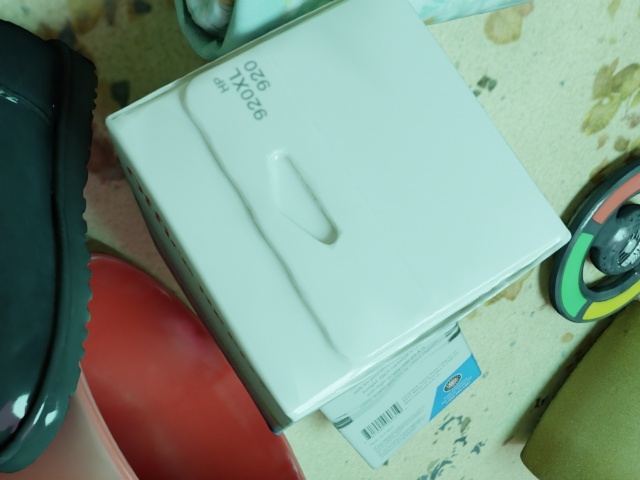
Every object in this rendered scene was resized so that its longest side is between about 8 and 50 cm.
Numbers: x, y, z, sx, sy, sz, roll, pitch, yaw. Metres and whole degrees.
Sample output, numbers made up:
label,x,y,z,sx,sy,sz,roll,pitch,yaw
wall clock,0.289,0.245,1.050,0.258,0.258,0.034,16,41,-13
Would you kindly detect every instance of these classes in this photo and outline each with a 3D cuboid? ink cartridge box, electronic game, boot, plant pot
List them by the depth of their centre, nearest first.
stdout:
label,x,y,z,sx,sy,sz,roll,pitch,yaw
boot,-0.210,-0.029,0.342,0.094,0.247,0.207,-20,151,35
ink cartridge box,0.000,0.000,0.470,0.168,0.171,0.233,-31,171,-13
plant pot,-0.167,0.184,0.509,0.243,0.275,0.275,-37,137,6
ink cartridge box,0.049,0.101,0.716,0.148,0.086,0.203,-39,136,-7
electronic game,0.356,0.000,0.897,0.229,0.048,0.229,-20,131,-24
plant pot,0.421,0.217,1.002,0.237,0.237,0.255,14,99,-42

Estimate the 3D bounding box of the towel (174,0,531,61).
label,x,y,z,sx,sy,sz,roll,pitch,yaw
towel,0.070,-0.295,0.404,0.320,0.090,0.375,-20,132,-35
